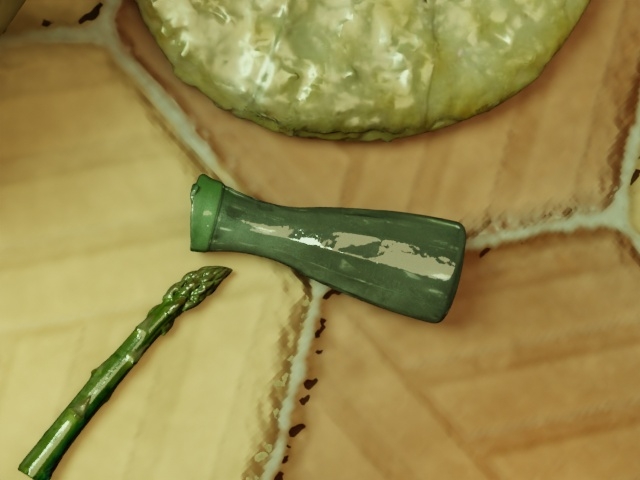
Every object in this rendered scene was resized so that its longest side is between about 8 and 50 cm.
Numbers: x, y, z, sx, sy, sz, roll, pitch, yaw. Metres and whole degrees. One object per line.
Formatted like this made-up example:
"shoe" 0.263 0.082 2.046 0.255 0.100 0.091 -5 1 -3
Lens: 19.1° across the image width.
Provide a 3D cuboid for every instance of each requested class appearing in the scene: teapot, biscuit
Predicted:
"teapot" 0.000 0.000 0.753 0.111 0.043 0.042 15 83 -7
"biscuit" 0.016 -0.145 0.770 0.220 0.033 0.219 1 86 -11

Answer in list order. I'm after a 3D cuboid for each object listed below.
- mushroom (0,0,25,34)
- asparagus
"mushroom" -0.238 -0.185 0.587 0.362 0.294 0.362 1 86 -13
"asparagus" -0.077 0.049 0.746 0.114 0.014 0.015 -49 130 -10
